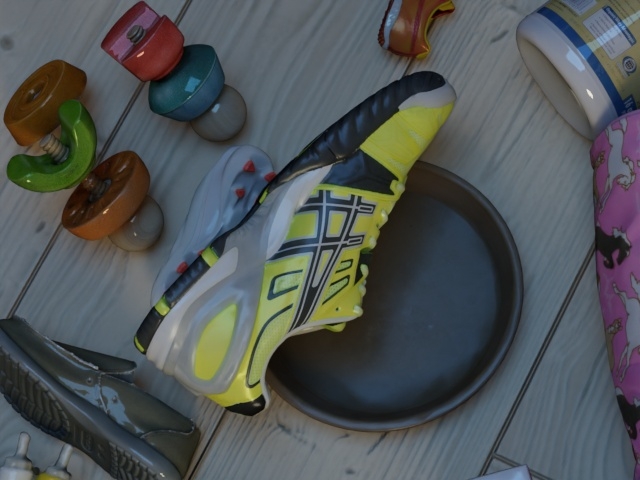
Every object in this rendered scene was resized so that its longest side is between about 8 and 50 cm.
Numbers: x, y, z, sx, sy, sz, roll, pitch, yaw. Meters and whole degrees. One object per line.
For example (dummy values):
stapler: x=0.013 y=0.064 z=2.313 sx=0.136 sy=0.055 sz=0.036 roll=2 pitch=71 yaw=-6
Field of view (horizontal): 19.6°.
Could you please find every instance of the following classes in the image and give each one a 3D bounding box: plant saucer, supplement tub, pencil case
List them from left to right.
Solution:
plant saucer: x=0.058 y=0.053 z=1.787 sx=0.278 sy=0.041 sz=0.278 roll=-3 pitch=70 yaw=8
supplement tub: x=0.305 y=-0.205 z=1.779 sx=0.199 sy=0.144 sz=0.144 roll=-36 pitch=69 yaw=-3
pencil case: x=0.346 y=0.065 z=1.674 sx=0.160 sy=0.167 sz=0.386 roll=6 pitch=68 yaw=-25

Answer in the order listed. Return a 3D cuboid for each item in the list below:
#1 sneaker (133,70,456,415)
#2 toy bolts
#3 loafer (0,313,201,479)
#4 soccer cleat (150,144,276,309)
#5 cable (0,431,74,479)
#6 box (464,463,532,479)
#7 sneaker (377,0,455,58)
sneaker: x=0.000 y=0.000 z=1.741 sx=0.147 sy=0.145 sz=0.385 roll=44 pitch=84 yaw=-2
toy bolts: x=-0.191 y=-0.116 z=1.868 sx=0.228 sy=0.158 sz=0.218 roll=-45 pitch=29 yaw=3
loafer: x=-0.220 y=0.151 z=1.785 sx=0.251 sy=0.094 sz=0.087 roll=37 pitch=56 yaw=10
soccer cleat: x=-0.110 y=-0.006 z=1.830 sx=0.196 sy=0.068 sz=0.076 roll=-60 pitch=31 yaw=-3
cable: x=-0.309 y=0.325 z=1.737 sx=0.139 sy=0.072 sz=0.287 roll=0 pitch=71 yaw=16
box: x=0.161 y=0.284 z=1.617 sx=0.091 sy=0.170 sz=0.130 roll=-16 pitch=70 yaw=4
sneaker: x=0.110 y=-0.265 z=1.889 sx=0.067 sy=0.064 sz=0.175 roll=18 pitch=79 yaw=-5
